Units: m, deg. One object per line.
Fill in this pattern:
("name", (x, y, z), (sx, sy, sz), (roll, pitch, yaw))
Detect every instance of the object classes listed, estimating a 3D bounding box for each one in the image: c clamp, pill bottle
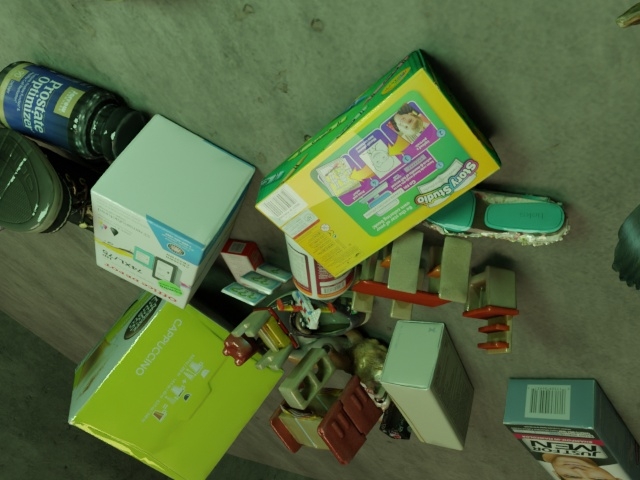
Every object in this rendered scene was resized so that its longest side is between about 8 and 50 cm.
("c clamp", (-0.459, -0.192, 0.985), (0.137, 0.022, 0.161), (-1, 140, 40))
("pill bottle", (0.000, 0.000, 0.872), (0.121, 0.121, 0.221), (14, 144, 14))
("pill bottle", (-0.420, -0.211, 0.842), (0.219, 0.123, 0.123), (21, 145, 5))

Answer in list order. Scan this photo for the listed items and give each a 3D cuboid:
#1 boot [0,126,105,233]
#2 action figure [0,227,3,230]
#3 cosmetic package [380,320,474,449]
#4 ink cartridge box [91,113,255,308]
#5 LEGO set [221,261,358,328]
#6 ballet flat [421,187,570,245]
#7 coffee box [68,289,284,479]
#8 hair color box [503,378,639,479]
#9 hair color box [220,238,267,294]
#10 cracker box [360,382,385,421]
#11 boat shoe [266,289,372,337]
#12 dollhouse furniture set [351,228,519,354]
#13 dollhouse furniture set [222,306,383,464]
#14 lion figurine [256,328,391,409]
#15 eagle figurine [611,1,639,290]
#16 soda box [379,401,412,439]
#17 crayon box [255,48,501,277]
("boot", (-0.475, -0.087, 0.902), (0.377, 0.138, 0.284), (23, 176, 32))
("action figure", (-0.800, -0.168, 1.019), (0.248, 0.276, 0.370), (12, 158, 28))
("cosmetic package", (0.254, 0.334, 1.132), (0.113, 0.160, 0.309), (-2, 137, 33))
("ink cartridge box", (-0.274, -0.040, 0.915), (0.198, 0.197, 0.270), (28, 146, -5))
("LEGO set", (-0.045, 0.100, 0.992), (0.244, 0.182, 0.060), (22, 111, 18))
("ballet flat", (0.232, -0.034, 0.729), (0.241, 0.091, 0.077), (15, 167, 19))
("coffee box", (-0.358, 0.323, 1.231), (0.338, 0.338, 0.334), (41, 169, -21))
("hair color box", (0.588, 0.458, 1.135), (0.185, 0.114, 0.374), (-14, 131, 42))
("hair color box", (-0.163, 0.061, 1.118), (0.072, 0.043, 0.141), (8, 141, 23))
("cracker box", (0.159, 0.437, 1.404), (0.155, 0.067, 0.232), (21, 145, 3))
("boat shoe", (-0.027, 0.168, 1.109), (0.285, 0.092, 0.103), (-7, 99, 32))
("dollhouse furniture set", (0.183, 0.097, 0.816), (0.259, 0.135, 0.262), (11, 164, -6))
("dollhouse furniture set", (-0.055, 0.291, 1.076), (0.201, 0.152, 0.374), (-14, 113, 49))
("lion figurine", (0.027, 0.284, 1.249), (0.392, 0.142, 0.240), (9, 153, 44))
("eagle figurine", (0.386, -0.108, 0.453), (0.226, 0.225, 0.298), (-8, 124, 24))
("soda box", (0.206, 0.407, 1.246), (0.060, 0.169, 0.053), (-19, 128, 45))
("crayon box", (0.069, -0.088, 0.659), (0.278, 0.081, 0.165), (-36, 117, 24))
